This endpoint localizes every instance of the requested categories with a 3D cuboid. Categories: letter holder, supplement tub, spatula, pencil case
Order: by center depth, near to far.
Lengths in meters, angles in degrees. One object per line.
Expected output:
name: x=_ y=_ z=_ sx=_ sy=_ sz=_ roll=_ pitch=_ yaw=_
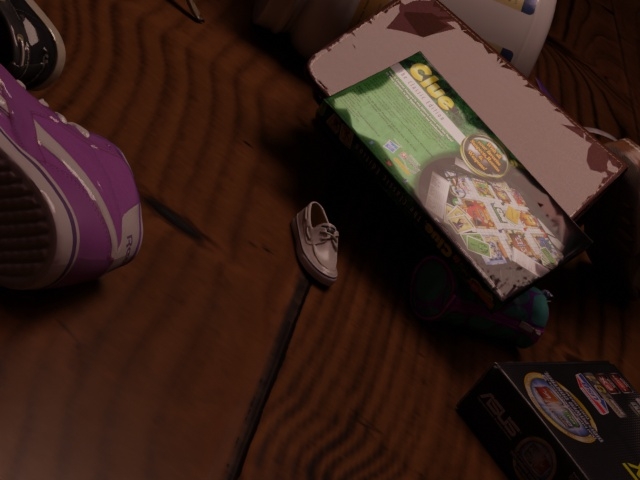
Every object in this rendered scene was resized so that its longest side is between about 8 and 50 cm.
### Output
pencil case: x=0.156 y=0.060 z=1.283 sx=0.151 sy=0.064 sz=0.070 roll=17 pitch=18 yaw=-39
letter holder: x=0.124 y=-0.083 z=1.388 sx=0.302 sy=0.152 sz=0.214 roll=43 pitch=53 yaw=11
supplement tub: x=0.098 y=-0.293 z=1.593 sx=0.316 sy=0.228 sz=0.228 roll=20 pitch=28 yaw=-13
spatula: x=0.455 y=-0.164 z=2.135 sx=0.296 sy=0.030 sz=0.084 roll=29 pitch=26 yaw=-20

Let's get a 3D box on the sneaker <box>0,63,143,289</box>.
sneaker: x=-0.236 y=-0.083 z=0.965 sx=0.282 sy=0.102 sz=0.161 roll=55 pitch=24 yaw=11

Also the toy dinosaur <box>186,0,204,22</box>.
toy dinosaur: x=-0.229 y=-0.354 z=1.491 sx=0.268 sy=0.064 sz=0.118 roll=52 pitch=21 yaw=21

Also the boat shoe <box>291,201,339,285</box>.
boat shoe: x=0.000 y=0.000 z=1.207 sx=0.035 sy=0.035 sz=0.100 roll=25 pitch=27 yaw=-27

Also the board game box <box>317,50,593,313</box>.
board game box: x=0.128 y=-0.061 z=1.265 sx=0.136 sy=0.030 sz=0.260 roll=-30 pitch=72 yaw=-31

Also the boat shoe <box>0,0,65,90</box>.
boat shoe: x=-0.312 y=-0.214 z=1.094 sx=0.233 sy=0.084 sz=0.079 roll=45 pitch=24 yaw=8

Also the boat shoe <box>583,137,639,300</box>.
boat shoe: x=0.367 y=-0.042 z=1.533 sx=0.123 sy=0.116 sz=0.324 roll=51 pitch=-3 yaw=24

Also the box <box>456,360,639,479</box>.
box: x=0.270 y=0.222 z=1.160 sx=0.216 sy=0.060 sz=0.270 roll=7 pitch=39 yaw=-50
